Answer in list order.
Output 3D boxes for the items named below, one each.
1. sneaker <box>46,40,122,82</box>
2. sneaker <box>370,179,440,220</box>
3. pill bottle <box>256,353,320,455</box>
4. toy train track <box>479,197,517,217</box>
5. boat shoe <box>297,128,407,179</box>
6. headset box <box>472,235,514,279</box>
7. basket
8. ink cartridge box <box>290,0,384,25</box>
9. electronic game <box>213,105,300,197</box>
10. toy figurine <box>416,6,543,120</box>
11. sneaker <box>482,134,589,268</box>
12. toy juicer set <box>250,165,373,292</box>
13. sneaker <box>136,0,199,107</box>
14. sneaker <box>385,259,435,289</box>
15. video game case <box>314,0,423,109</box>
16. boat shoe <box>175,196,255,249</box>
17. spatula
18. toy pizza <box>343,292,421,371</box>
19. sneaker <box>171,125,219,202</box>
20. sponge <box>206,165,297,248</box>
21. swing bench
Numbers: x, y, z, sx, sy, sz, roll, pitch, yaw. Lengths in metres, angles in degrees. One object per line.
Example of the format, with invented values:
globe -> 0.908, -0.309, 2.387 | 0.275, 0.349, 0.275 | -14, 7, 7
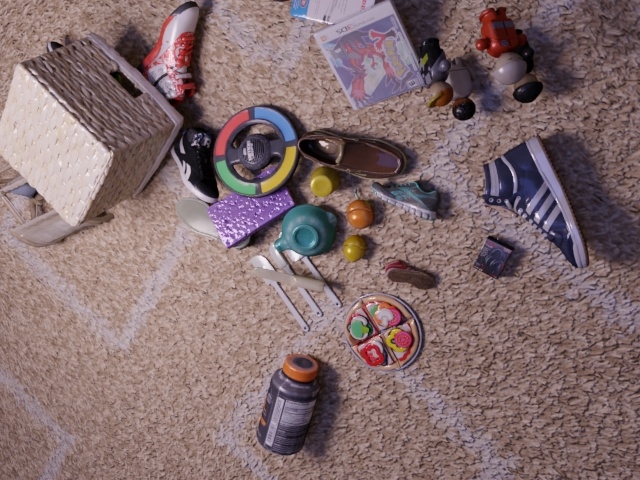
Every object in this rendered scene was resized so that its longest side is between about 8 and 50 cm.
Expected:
sneaker -> -0.634, -0.487, 1.736 | 0.235, 0.084, 0.097 | 37, 109, 4
sneaker -> 0.197, -0.106, 1.444 | 0.167, 0.065, 0.076 | 25, 94, 15
pill bottle -> -0.077, 0.416, 1.641 | 0.131, 0.130, 0.245 | 22, 109, 19
toy train track -> 0.384, -0.070, 1.381 | 0.083, 0.014, 0.048 | 27, 112, 17
boat shoe -> 0.065, -0.191, 1.457 | 0.258, 0.095, 0.095 | 14, 107, 22
headset box -> 0.380, 0.034, 1.395 | 0.062, 0.032, 0.083 | 29, 114, 17
basket -> -0.590, -0.270, 1.600 | 0.328, 0.266, 0.331 | 45, 132, 0
ink cartridge box -> 0.044, -0.539, 1.397 | 0.191, 0.082, 0.139 | 20, 109, 18
electronic game -> -0.157, -0.216, 1.553 | 0.230, 0.048, 0.229 | -2, 84, 19
toy figurine -> 0.311, -0.328, 1.246 | 0.210, 0.213, 0.148 | -19, 79, 27
sneaker -> 0.433, -0.057, 1.307 | 0.153, 0.099, 0.282 | -23, 84, 20
toy juicer set -> 0.000, 0.000, 1.547 | 0.209, 0.089, 0.329 | 32, 111, -4
sneaker -> -0.349, -0.452, 1.599 | 0.145, 0.090, 0.270 | 50, 120, 6
sneaker -> 0.207, 0.078, 1.487 | 0.119, 0.067, 0.042 | 15, 108, -10
video game case -> 0.111, -0.394, 1.377 | 0.184, 0.023, 0.201 | -15, 126, 27
boat shoe -> -0.275, -0.041, 1.663 | 0.228, 0.069, 0.081 | 29, 93, 16
spatula -> -0.061, 0.103, 1.626 | 0.168, 0.019, 0.242 | -38, 84, 26
toy pizza -> 0.146, 0.226, 1.548 | 0.202, 0.032, 0.201 | 6, 104, 24
sneaker -> -0.300, -0.206, 1.606 | 0.121, 0.079, 0.216 | -51, 58, 26
sponge -> -0.171, -0.082, 1.586 | 0.210, 0.031, 0.117 | -32, 76, 10
swing bench -> -0.778, -0.124, 1.830 | 0.254, 0.165, 0.254 | -20, 93, 27
